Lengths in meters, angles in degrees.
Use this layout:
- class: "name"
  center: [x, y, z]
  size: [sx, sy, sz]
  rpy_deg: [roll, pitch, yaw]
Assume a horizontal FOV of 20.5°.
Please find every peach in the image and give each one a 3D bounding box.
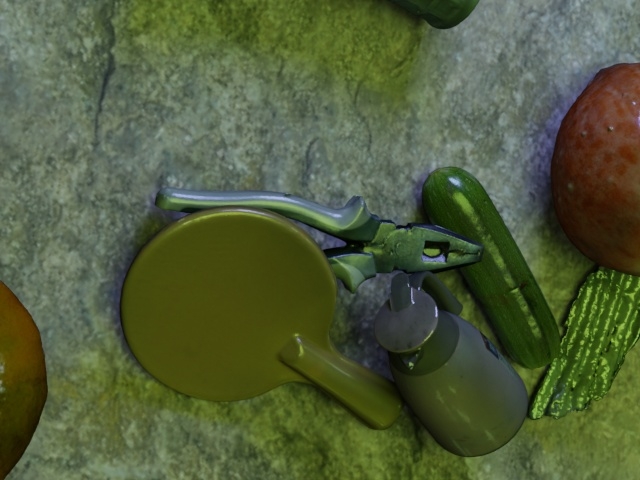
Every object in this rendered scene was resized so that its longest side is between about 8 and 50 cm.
- class: "peach"
  center: [0.334, -0.081, 1.786]
  size: [0.232, 0.232, 0.232]
  rpy_deg: [0, 90, -23]

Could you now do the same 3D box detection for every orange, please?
- class: "orange"
  center: [-0.344, 0.126, 1.500]
  size: [0.240, 0.171, 0.240]
  rpy_deg: [-1, 92, -23]

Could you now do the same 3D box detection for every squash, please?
- class: "squash"
  center: [0.172, 0.025, 1.775]
  size: [0.066, 0.066, 0.229]
  rpy_deg: [-34, 103, -19]

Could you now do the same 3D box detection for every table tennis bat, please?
- class: "table tennis bat"
  center: [-0.043, 0.090, 1.670]
  size: [0.321, 0.050, 0.198]
  rpy_deg: [34, 102, -27]

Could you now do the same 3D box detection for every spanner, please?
- class: "spanner"
  center: [0.000, 0.000, 1.691]
  size: [0.325, 0.040, 0.096]
  rpy_deg: [4, 100, -14]

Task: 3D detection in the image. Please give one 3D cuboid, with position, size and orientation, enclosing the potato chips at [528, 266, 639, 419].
- class: "potato chips"
  center: [0.288, 0.106, 1.842]
  size: [0.092, 0.028, 0.207]
  rpy_deg: [29, 77, -18]

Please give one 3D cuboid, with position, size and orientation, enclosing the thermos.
- class: "thermos"
  center: [0.115, 0.105, 1.694]
  size: [0.193, 0.105, 0.137]
  rpy_deg: [49, 36, -47]

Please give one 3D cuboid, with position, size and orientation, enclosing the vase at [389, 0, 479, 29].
- class: "vase"
  center: [0.015, -0.299, 1.673]
  size: [0.299, 0.143, 0.143]
  rpy_deg: [19, 83, -24]
